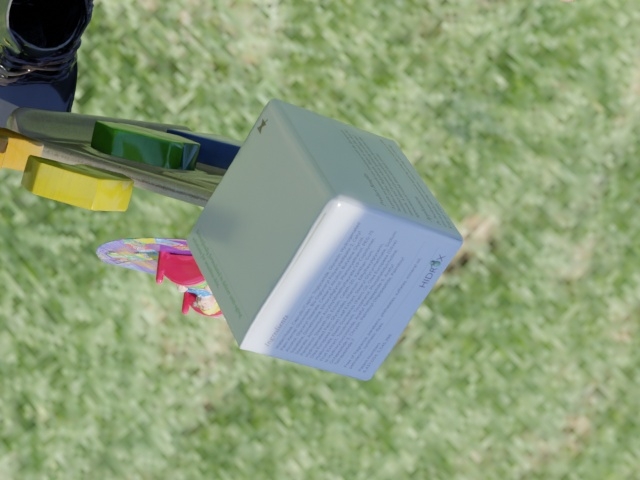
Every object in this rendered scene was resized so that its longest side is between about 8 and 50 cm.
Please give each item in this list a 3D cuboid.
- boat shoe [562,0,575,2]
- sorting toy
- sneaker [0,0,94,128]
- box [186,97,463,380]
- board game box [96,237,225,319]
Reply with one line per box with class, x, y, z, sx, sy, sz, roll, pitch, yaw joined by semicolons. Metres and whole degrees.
boat shoe;0.030;-0.173;0.716;0.073;0.207;0.073;-58;-175;18
sorting toy;-0.080;-0.044;1.110;0.307;0.229;0.041;2;108;-59
sneaker;-0.189;-0.118;1.125;0.083;0.118;0.222;-10;131;-17
box;0.000;0.000;0.935;0.087;0.101;0.102;18;116;-34
board game box;-0.082;0.035;1.308;0.168;0.133;0.033;15;75;-31
